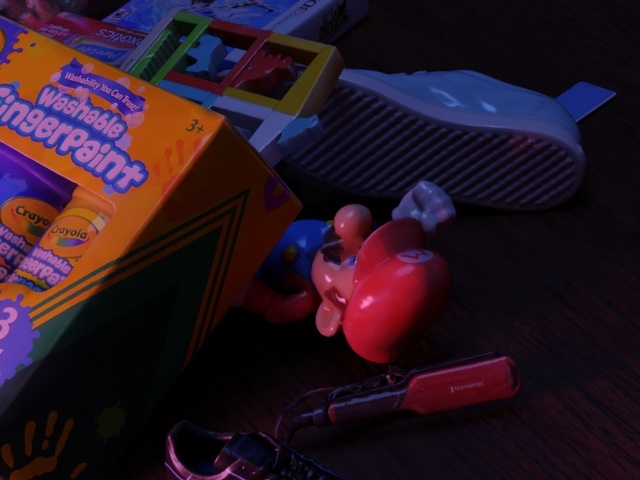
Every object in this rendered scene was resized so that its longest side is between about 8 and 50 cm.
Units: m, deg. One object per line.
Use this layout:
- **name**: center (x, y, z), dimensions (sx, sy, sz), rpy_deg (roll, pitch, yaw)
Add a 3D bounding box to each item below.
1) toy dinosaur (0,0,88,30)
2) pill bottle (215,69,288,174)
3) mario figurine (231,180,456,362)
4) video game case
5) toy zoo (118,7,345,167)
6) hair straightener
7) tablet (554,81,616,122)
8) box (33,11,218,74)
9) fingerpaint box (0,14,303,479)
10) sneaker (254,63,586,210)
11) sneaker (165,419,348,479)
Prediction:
- **toy dinosaur**: center (-0.403, -0.288, 2.319), dimensions (0.295, 0.127, 0.200), rpy_deg (-10, 40, -22)
- **pill bottle**: center (-0.141, -0.077, 1.924), dimensions (0.131, 0.131, 0.229), rpy_deg (18, 44, 35)
- **mario figurine**: center (0.000, 0.000, 1.716), dimensions (0.320, 0.170, 0.198), rpy_deg (14, 74, 49)
- **video game case**: center (-0.116, -0.284, 2.283), dimensions (0.269, 0.061, 0.244), rpy_deg (17, 41, 34)
- **toy zoo**: center (-0.105, -0.141, 1.824), dimensions (0.293, 0.030, 0.192), rpy_deg (18, 61, 39)
- **hair straightener**: center (0.067, 0.146, 1.639), dimensions (0.230, 0.047, 0.089), rpy_deg (-18, 8, -2)
- **tablet**: center (0.294, -0.157, 2.039), dimensions (0.083, 0.006, 0.054), rpy_deg (-33, 40, -32)
- **box**: center (-0.243, -0.167, 2.084), dimensions (0.257, 0.128, 0.122), rpy_deg (19, 43, 35)
- **fingerpaint box**: center (-0.302, -0.002, 1.701), dimensions (0.445, 0.163, 0.371), rpy_deg (27, 76, 41)
- **sneaker**: center (0.103, -0.126, 1.917), dimensions (0.366, 0.135, 0.150), rpy_deg (15, 30, 0)
- **sneaker**: center (-0.033, 0.214, 1.508), dimensions (0.232, 0.090, 0.081), rpy_deg (8, 38, 26)
